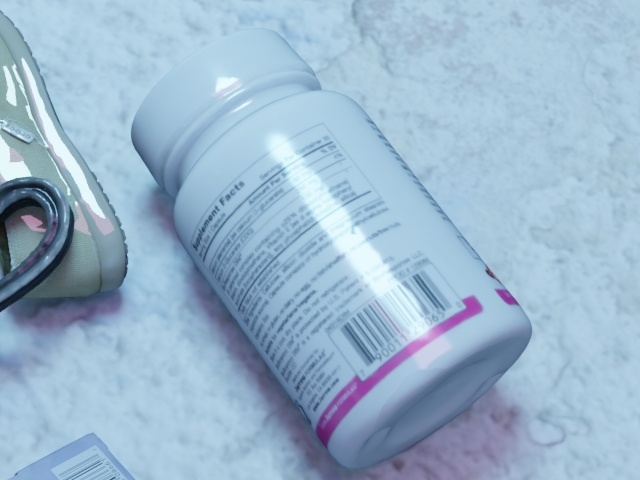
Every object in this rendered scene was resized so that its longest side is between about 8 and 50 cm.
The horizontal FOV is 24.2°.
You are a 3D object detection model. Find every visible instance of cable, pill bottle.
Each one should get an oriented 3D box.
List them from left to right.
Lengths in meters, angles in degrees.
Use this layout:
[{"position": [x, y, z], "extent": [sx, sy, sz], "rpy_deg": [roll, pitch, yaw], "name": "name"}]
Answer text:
[{"position": [-0.274, 0.070, 0.951], "extent": [0.287, 0.072, 0.139], "rpy_deg": [-33, 73, -2], "name": "cable"}, {"position": [0.000, 0.000, 1.022], "extent": [0.160, 0.160, 0.283], "rpy_deg": [-28, 69, -23], "name": "pill bottle"}]

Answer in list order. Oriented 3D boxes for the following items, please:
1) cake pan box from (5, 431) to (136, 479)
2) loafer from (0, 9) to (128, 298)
[{"position": [-0.148, 0.256, 0.853], "extent": [0.267, 0.070, 0.246], "rpy_deg": [45, 36, 14], "name": "cake pan box"}, {"position": [-0.233, -0.069, 1.055], "extent": [0.092, 0.102, 0.268], "rpy_deg": [-25, 68, -28], "name": "loafer"}]
